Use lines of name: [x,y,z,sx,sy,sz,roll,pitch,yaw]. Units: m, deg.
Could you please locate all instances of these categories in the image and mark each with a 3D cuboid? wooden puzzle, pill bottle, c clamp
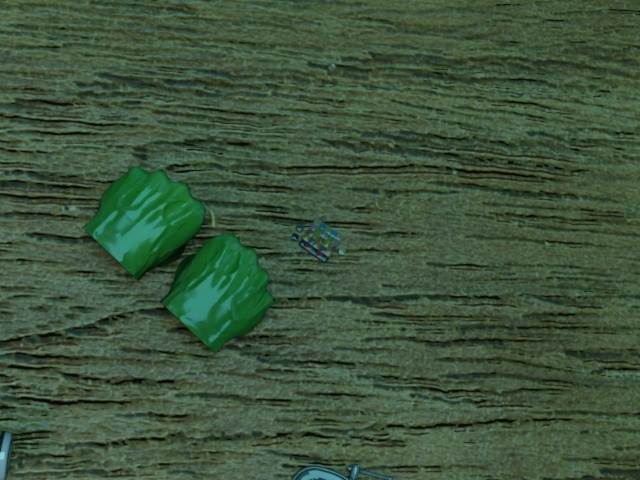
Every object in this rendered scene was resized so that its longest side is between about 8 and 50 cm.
wooden puzzle: [0.000,0.000,1.598,0.083,0.006,0.049,35,71,-2]
pill bottle: [-0.459,0.272,1.397,0.116,0.065,0.065,8,74,-11]
c clamp: [0.015,0.379,1.497,0.137,0.022,0.161,22,72,-6]

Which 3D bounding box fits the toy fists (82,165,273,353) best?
toy fists: [-0.188,0.020,1.508,0.279,0.096,0.142,44,81,0]
